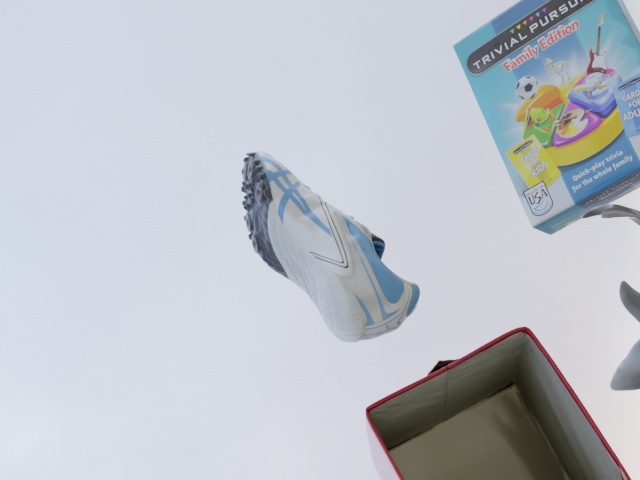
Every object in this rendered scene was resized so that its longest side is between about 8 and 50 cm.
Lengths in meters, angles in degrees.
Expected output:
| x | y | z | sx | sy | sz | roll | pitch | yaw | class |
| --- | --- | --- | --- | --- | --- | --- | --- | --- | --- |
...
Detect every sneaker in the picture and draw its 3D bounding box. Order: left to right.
| x | y | z | sx | sy | sz | roll | pitch | yaw | class |
| --- | --- | --- | --- | --- | --- | --- | --- | --- | --- |
| 0.000 | 0.000 | 0.895 | 0.086 | 0.237 | 0.085 | -15 | -43 | -29 | sneaker |

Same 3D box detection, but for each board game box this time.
| x | y | z | sx | sy | sz | roll | pitch | yaw | class |
| --- | --- | --- | --- | --- | --- | --- | --- | --- | --- |
| 0.374 | -0.216 | 1.496 | 0.079 | 0.253 | 0.336 | 14 | -130 | -54 | board game box |

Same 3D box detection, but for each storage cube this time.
| x | y | z | sx | sy | sz | roll | pitch | yaw | class |
| --- | --- | --- | --- | --- | --- | --- | --- | --- | --- |
| 0.169 | 0.232 | 0.988 | 0.215 | 0.183 | 0.193 | 59 | 171 | 28 | storage cube |

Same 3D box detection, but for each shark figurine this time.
| x | y | z | sx | sy | sz | roll | pitch | yaw | class |
| --- | --- | --- | --- | --- | --- | --- | --- | --- | --- |
| 0.411 | 0.068 | 1.171 | 0.116 | 0.166 | 0.278 | -78 | -25 | -62 | shark figurine |
